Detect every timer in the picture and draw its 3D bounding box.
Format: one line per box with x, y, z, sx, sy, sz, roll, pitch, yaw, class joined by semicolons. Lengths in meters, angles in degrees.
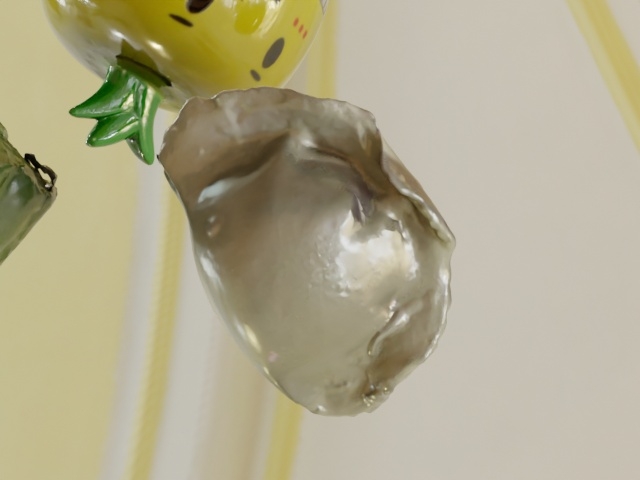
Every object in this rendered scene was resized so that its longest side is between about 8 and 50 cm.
-0.142;-0.194;1.456;0.285;0.285;0.285;-7;-112;18;timer

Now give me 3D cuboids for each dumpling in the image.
0.000;0.000;0.816;0.127;0.108;0.188;-24;-81;11;dumpling

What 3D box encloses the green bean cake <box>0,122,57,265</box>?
-0.256;-0.066;0.822;0.113;0.214;0.200;-49;-123;1;green bean cake
